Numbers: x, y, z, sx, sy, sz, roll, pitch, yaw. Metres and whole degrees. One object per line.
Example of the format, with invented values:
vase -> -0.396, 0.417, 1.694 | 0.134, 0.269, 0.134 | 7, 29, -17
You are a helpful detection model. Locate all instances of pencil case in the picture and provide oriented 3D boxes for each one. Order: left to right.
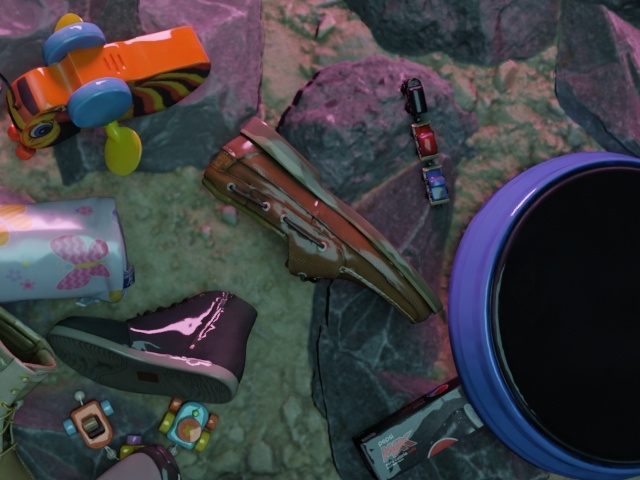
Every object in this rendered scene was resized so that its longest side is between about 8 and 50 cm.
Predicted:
pencil case -> -0.342, 0.020, 1.556 | 0.273, 0.124, 0.113 | -4, 46, -12

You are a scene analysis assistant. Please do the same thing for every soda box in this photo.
soda box -> 0.125, 0.216, 1.678 | 0.169, 0.053, 0.060 | -29, 95, -10

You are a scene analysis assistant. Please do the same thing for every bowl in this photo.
bowl -> 0.340, 0.086, 1.682 | 0.391, 0.077, 0.391 | 2, 85, -19

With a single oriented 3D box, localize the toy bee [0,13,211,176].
toy bee -> -0.278, -0.163, 1.569 | 0.298, 0.162, 0.195 | 8, 57, -24

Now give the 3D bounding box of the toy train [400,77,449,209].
toy train -> 0.125, -0.114, 1.688 | 0.027, 0.036, 0.158 | -14, 93, -11

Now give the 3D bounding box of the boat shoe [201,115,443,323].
boat shoe -> 0.000, 0.000, 1.635 | 0.307, 0.111, 0.104 | 43, 86, 2

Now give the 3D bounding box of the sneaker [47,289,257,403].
sneaker -> -0.185, 0.105, 1.614 | 0.222, 0.083, 0.118 | 14, 51, 6

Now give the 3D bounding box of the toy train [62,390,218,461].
toy train -> -0.198, 0.206, 1.617 | 0.166, 0.046, 0.125 | -23, 94, -10

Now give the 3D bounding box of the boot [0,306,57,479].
boot -> -0.336, 0.186, 1.542 | 0.165, 0.077, 0.213 | -38, 94, 21

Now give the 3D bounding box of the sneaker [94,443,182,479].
sneaker -> -0.256, 0.326, 1.542 | 0.271, 0.108, 0.100 | -45, 62, 1
